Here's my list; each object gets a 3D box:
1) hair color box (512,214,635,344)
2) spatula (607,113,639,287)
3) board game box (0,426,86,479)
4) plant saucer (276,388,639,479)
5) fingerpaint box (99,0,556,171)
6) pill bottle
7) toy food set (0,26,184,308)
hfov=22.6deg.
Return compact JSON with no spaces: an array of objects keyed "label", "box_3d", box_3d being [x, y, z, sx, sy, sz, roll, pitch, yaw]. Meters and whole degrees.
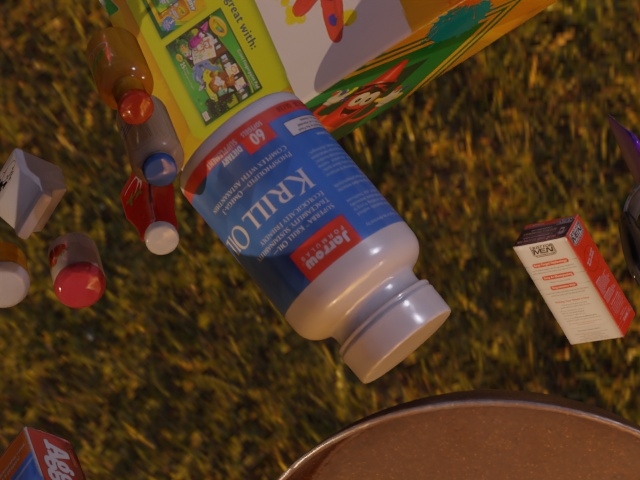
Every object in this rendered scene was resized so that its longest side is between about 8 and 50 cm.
[{"label":"hair color box","box_3d":[0.275,0.044,1.735,0.072,0.141,0.043,-12,31,41]},{"label":"spatula","box_3d":[0.247,-0.023,1.243,0.030,0.296,0.084,-22,107,19]},{"label":"board game box","box_3d":[-0.162,0.219,0.597,0.281,0.027,0.145,-52,40,15]},{"label":"plant saucer","box_3d":[0.059,0.107,0.522,0.168,0.168,0.029,-2,37,9]},{"label":"fingerpaint box","box_3d":[-0.039,-0.330,1.505,0.371,0.163,0.445,-32,75,18]},{"label":"pill bottle","box_3d":[0.000,0.000,1.274,0.124,0.124,0.221,-40,78,-6]},{"label":"toy food set","box_3d":[-0.166,-0.026,1.167,0.232,0.111,0.104,-55,29,17]}]
